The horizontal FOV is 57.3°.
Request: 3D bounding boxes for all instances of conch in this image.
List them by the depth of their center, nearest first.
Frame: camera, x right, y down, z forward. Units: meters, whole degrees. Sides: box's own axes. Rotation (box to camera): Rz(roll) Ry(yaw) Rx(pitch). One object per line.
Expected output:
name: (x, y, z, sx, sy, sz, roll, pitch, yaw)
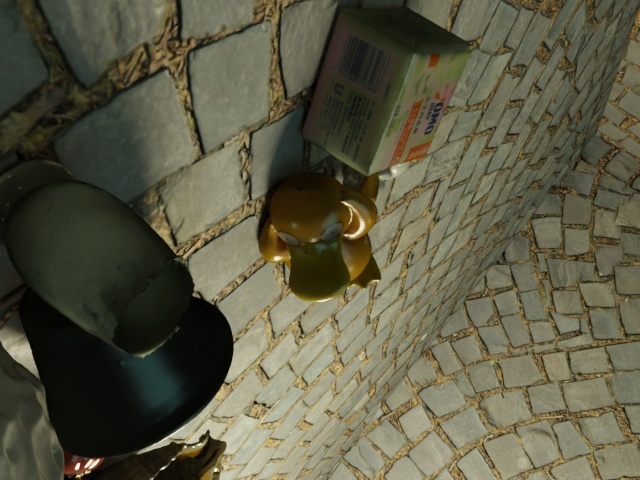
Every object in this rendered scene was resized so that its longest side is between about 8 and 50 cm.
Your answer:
conch: (-0.319, 0.469, 0.988, 0.297, 0.210, 0.352, 58, 49, -64)

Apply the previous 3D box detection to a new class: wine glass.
wine glass: (-0.213, 0.010, 0.533, 0.111, 0.204, 0.111, -44, 153, -29)

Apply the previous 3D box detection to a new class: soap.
soap: (0.097, -0.219, 0.852, 0.182, 0.138, 0.199, -25, 143, -48)

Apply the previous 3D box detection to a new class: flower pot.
flower pot: (-0.229, 0.096, 0.647, 0.235, 0.235, 0.148, -38, 132, -29)

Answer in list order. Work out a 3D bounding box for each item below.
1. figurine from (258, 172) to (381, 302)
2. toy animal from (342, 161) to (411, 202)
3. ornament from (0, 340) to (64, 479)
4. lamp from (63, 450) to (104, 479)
figurine: (0.001, -0.003, 0.960, 0.215, 0.215, 0.228, -55, 170, 5)
toy animal: (0.090, -0.088, 1.047, 0.127, 0.131, 0.181, 27, 111, -44)
ornament: (-0.346, 0.196, 0.391, 0.337, 0.337, 0.337, -40, 153, -26)
lamp: (-0.345, 0.283, 0.796, 0.107, 0.092, 0.107, -13, 158, -5)
